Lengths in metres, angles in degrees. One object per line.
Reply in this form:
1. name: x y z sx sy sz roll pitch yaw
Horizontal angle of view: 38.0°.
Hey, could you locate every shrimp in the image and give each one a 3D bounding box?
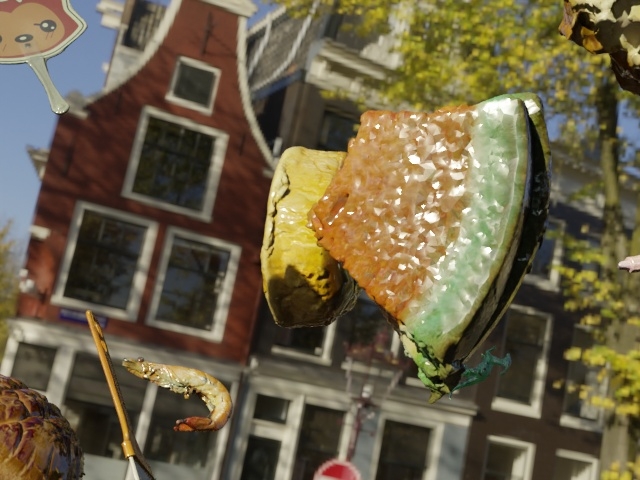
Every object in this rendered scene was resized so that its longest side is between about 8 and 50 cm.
1. shrimp: -0.151 0.157 0.961 0.127 0.025 0.091 23 28 -3

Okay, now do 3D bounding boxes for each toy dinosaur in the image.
1. toy dinosaur: 0.195 0.163 1.121 0.062 0.083 0.021 2 -39 37

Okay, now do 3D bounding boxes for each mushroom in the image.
1. mushroom: -0.211 0.131 0.608 0.126 0.085 0.109 33 23 -7

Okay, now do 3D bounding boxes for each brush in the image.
1. brush: -0.253 0.211 1.178 0.017 0.314 0.090 -23 -35 -8

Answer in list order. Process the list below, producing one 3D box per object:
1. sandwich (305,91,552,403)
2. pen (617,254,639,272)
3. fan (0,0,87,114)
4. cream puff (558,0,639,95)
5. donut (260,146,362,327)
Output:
1. sandwich: 0.106 -0.025 0.852 0.212 0.292 0.109 37 2 18
2. pen: 0.390 0.017 0.959 0.197 0.032 0.053 -6 -33 -17
3. fan: -0.300 -0.201 0.950 0.132 0.220 0.009 -22 -32 -21
4. cream puff: 0.262 -0.226 0.698 0.241 0.269 0.154 -9 3 -43
5. donut: 0.000 0.000 1.576 0.159 0.330 0.330 6 -12 9
